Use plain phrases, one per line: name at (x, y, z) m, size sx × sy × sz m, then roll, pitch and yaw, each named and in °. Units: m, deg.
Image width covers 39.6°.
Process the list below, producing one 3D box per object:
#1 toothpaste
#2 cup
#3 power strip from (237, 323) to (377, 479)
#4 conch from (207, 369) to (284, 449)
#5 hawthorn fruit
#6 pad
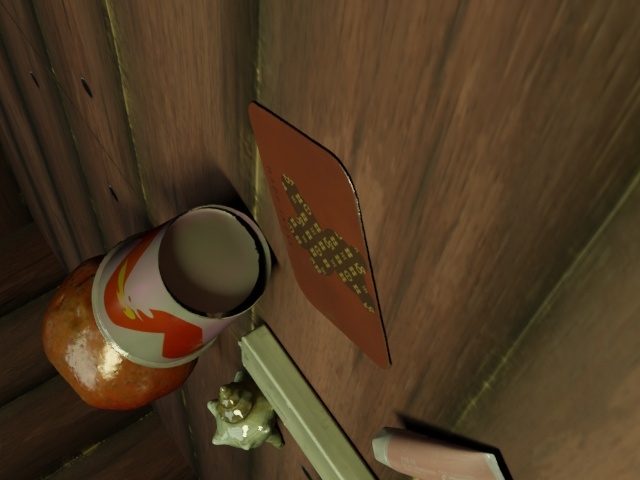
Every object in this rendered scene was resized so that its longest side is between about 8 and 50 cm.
toothpaste at (0.115, 0.212, 0.848) m, size 0.194 × 0.043 × 0.067 m, roll -1°, pitch 117°, yaw 62°
cup at (-0.173, 0.052, 1.128) m, size 0.203 × 0.203 × 0.288 m, roll 60°, pitch 154°, yaw -1°
power strip at (0.003, 0.274, 1.205) m, size 0.367 × 0.043 × 0.106 m, roll 53°, pitch 160°, yaw 20°
conch at (-0.132, 0.281, 1.459) m, size 0.234 × 0.114 × 0.137 m, roll 100°, pitch 150°, yaw -70°
hawthorn fruit at (-0.330, 0.133, 1.538) m, size 0.277 × 0.277 × 0.298 m, roll 49°, pitch 136°, yaw 27°
pad at (0.000, 0.000, 0.870) m, size 0.181 × 0.004 × 0.267 m, roll 40°, pitch 153°, yaw 45°
